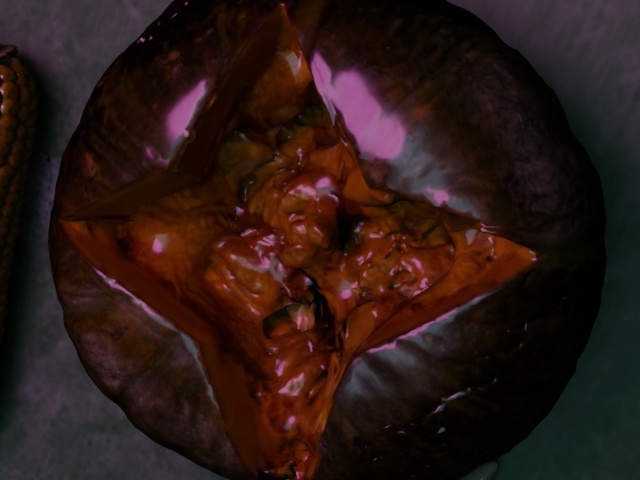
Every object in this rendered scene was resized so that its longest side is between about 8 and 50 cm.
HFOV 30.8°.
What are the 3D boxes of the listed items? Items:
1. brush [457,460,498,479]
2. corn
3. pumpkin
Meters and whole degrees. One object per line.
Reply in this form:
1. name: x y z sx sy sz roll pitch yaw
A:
1. brush: 0.014 0.246 0.772 0.042 0.039 0.299 46 104 4
2. corn: -0.257 0.006 0.792 0.106 0.106 0.293 13 101 16
3. pumpkin: 0.000 0.000 0.660 0.320 0.192 0.321 2 96 15
